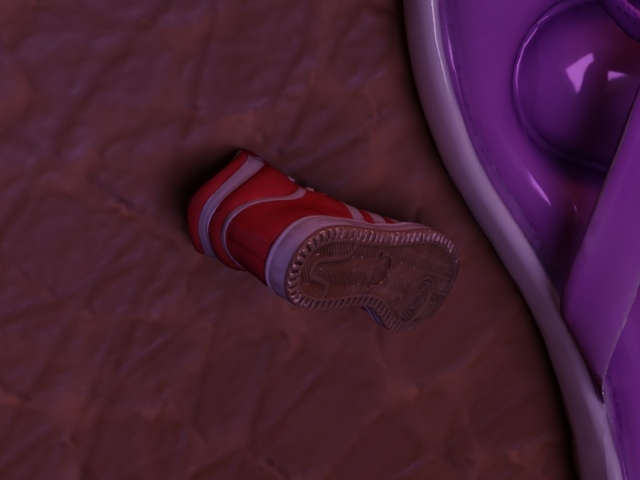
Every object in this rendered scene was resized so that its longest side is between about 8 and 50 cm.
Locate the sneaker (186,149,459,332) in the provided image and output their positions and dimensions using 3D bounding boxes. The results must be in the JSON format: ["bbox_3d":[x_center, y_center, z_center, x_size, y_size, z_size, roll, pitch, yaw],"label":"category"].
[{"bbox_3d":[0.000,0.000,0.620,0.118,0.067,0.042,15,102,-58],"label":"sneaker"}]

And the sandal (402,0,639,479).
[{"bbox_3d":[0.156,0.007,0.648,0.169,0.102,0.416,-27,117,-12],"label":"sandal"}]
